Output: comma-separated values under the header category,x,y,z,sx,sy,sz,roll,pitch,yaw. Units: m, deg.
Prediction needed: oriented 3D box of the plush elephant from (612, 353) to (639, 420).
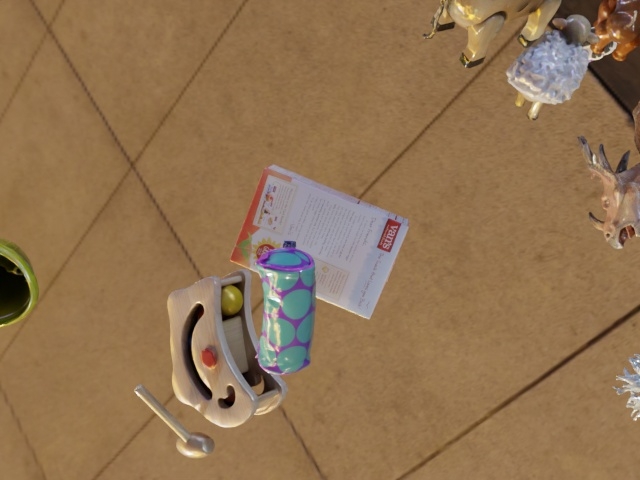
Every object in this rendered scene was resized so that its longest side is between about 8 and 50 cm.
category,x,y,z,sx,sy,sz,roll,pitch,yaw
plush elephant,0.366,0.280,0.749,0.330,0.272,0.255,27,92,40

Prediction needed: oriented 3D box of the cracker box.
category,x,y,z,sx,sy,sz,roll,pitch,yaw
cracker box,0.000,0.000,1.278,0.232,0.067,0.155,23,103,4

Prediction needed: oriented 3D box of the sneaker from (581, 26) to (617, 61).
category,x,y,z,sx,sy,sz,roll,pitch,yaw
sneaker,0.454,-0.328,1.478,0.170,0.071,0.068,-7,94,46

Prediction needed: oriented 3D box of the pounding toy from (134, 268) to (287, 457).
category,x,y,z,sx,sy,sz,roll,pitch,yaw
pounding toy,-0.152,0.182,1.176,0.154,0.155,0.269,2,98,36

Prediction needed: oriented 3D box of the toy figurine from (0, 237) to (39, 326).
category,x,y,z,sx,sy,sz,roll,pitch,yaw
toy figurine,-0.418,-0.006,0.832,0.363,0.217,0.191,-11,103,10

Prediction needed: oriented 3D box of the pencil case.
category,x,y,z,sx,sy,sz,roll,pitch,yaw
pencil case,-0.042,0.081,0.972,0.070,0.064,0.151,12,120,16

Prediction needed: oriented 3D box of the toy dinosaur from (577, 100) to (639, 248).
category,x,y,z,sx,sy,sz,roll,pitch,yaw
toy dinosaur,0.424,-0.143,1.039,0.127,0.295,0.200,46,143,-4

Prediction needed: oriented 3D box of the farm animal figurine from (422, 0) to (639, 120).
category,x,y,z,sx,sy,sz,roll,pitch,yaw
farm animal figurine,0.263,-0.355,1.063,0.330,0.327,0.172,42,152,16
